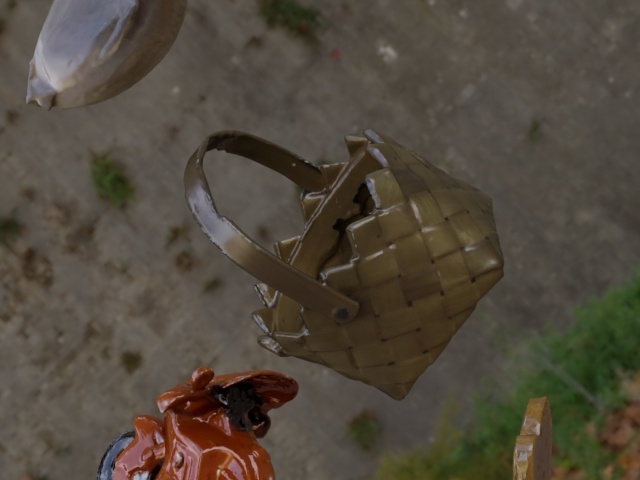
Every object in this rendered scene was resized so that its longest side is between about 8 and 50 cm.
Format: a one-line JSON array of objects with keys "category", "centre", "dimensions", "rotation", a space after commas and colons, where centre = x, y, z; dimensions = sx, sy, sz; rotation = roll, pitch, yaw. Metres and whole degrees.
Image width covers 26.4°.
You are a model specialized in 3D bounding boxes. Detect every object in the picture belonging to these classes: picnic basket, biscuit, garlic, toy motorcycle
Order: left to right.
[{"category": "garlic", "centre": [-0.166, -0.189, 1.133], "dimensions": [0.087, 0.101, 0.195], "rotation": [-24, -44, -82]}, {"category": "toy motorcycle", "centre": [-0.066, 0.236, 1.184], "dimensions": [0.221, 0.326, 0.148], "rotation": [-52, -37, 10]}, {"category": "picnic basket", "centre": [0.000, 0.000, 0.787], "dimensions": [0.138, 0.178, 0.128], "rotation": [-54, 24, 26]}, {"category": "biscuit", "centre": [0.175, 0.196, 1.144], "dimensions": [0.118, 0.023, 0.140], "rotation": [65, -148, -54]}]
